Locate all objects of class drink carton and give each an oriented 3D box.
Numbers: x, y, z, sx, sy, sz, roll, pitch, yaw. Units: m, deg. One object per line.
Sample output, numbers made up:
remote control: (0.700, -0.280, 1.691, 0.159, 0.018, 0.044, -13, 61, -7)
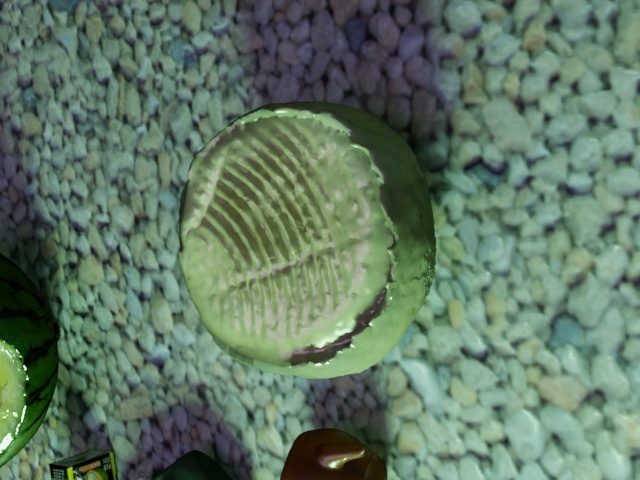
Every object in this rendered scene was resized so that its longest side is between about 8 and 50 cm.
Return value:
drink carton: (-0.293, 0.358, 1.265, 0.056, 0.071, 0.165, -6, 94, 43)

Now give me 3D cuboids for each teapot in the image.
teapot: (0.021, 0.247, 0.971, 0.116, 0.116, 0.173, 33, 143, 32)

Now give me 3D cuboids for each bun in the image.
bun: (0.000, 0.000, 0.912, 0.259, 0.152, 0.259, 0, 90, 30)

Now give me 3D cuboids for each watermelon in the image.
watermelon: (-0.445, 0.149, 1.289, 0.331, 0.189, 0.330, -7, 81, 51)

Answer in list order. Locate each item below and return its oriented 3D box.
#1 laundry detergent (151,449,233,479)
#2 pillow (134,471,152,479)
laundry detergent: (-0.176, 0.350, 1.124, 0.211, 0.063, 0.137, -50, 60, 9)
pillow: (-0.170, 0.393, 1.180, 0.229, 0.051, 0.128, 41, 120, 27)
